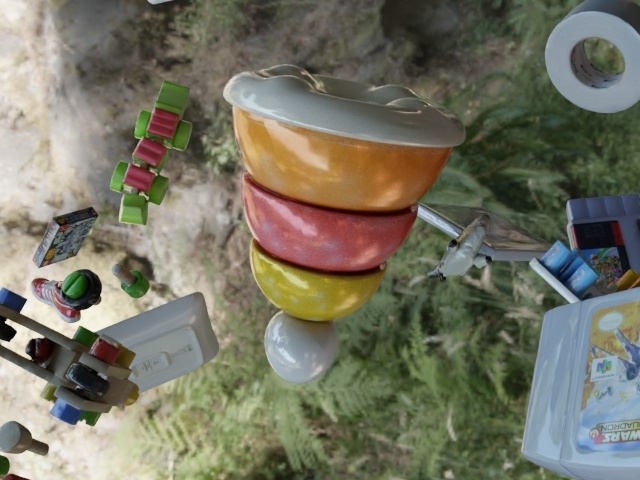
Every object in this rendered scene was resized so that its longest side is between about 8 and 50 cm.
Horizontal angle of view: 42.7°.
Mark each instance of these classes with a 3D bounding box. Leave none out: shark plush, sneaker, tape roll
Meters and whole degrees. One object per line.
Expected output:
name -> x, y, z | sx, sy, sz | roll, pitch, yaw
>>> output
shark plush -> 0.223, 0.024, 1.296 | 0.161, 0.073, 0.067 | 109, 178, -55
sneaker -> -0.425, 0.076, 1.315 | 0.042, 0.118, 0.067 | -29, -39, -43
tape roll -> 0.559, -0.364, 1.615 | 0.072, 0.219, 0.219 | -46, -22, -34

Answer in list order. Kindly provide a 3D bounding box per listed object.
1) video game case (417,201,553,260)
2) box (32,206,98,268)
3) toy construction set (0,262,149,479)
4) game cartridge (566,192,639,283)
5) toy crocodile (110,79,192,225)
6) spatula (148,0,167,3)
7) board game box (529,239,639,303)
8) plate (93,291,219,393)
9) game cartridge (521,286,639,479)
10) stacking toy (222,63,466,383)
video game case -> 0.295, -0.014, 1.437 | 0.193, 0.212, 0.023 | 36, 114, 43
box -> -0.505, -0.006, 1.619 | 0.094, 0.027, 0.137 | -23, -21, -48
toy construction set -> -0.350, 0.223, 1.168 | 0.237, 0.257, 0.309 | 54, -144, -55
game cartridge -> 0.638, 0.062, 1.662 | 0.068, 0.230, 0.355 | 83, -175, -58
toy crocodile -> -0.358, -0.188, 1.746 | 0.105, 0.115, 0.341 | 127, 162, -73
spatula -> -0.211, -0.509, 1.373 | 0.019, 0.242, 0.168 | -43, -61, -69
board game box -> 0.497, 0.157, 1.086 | 0.050, 0.390, 0.390 | -53, -32, 16
plate -> -0.330, 0.222, 1.558 | 0.277, 0.278, 0.045 | 88, 157, -59
game cartridge -> 0.323, 0.131, 0.772 | 0.297, 0.062, 0.198 | -23, 35, 48
stacking toy -> 0.000, 0.000, 1.222 | 0.350, 0.350, 0.480 | -73, -6, -74
